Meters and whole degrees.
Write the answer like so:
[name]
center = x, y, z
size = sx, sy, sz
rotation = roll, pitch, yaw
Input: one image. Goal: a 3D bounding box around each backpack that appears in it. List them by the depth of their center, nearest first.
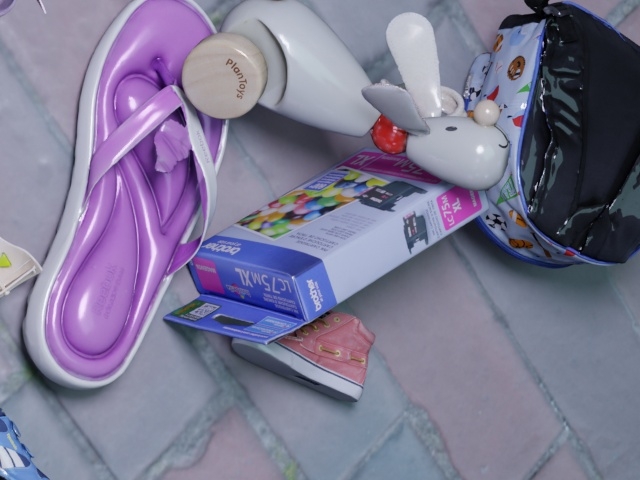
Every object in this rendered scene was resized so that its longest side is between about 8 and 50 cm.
[backpack]
center = 0.271, -0.102, 2.098
size = 0.276, 0.213, 0.263
rotation = 25, 67, -26

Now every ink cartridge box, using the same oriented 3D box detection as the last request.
[ink cartridge box]
center = 0.000, 0.000, 1.917
size = 0.311, 0.186, 0.065
rotation = -34, 117, -30

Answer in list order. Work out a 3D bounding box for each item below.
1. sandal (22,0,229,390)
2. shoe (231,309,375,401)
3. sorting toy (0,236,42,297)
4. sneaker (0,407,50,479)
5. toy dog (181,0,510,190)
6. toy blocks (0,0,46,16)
[sandal]
center = -0.166, -0.049, 1.853
size = 0.169, 0.102, 0.416
rotation = 23, 74, -35
[shoe]
center = -0.016, 0.105, 1.983
size = 0.178, 0.063, 0.081
rotation = 28, 72, -37
[sorting toy]
center = -0.322, 0.024, 1.784
size = 0.083, 0.045, 0.075
rotation = -39, 103, -28
[sneaker]
center = -0.302, 0.196, 1.785
size = 0.144, 0.053, 0.059
rotation = 43, 64, -28
[toy dog]
center = 0.035, -0.179, 1.854
size = 0.333, 0.220, 0.161
rotation = 12, 121, -14
[toy blocks]
center = -0.356, -0.315, 1.632
size = 0.309, 0.260, 0.288
rotation = -40, 110, -28
